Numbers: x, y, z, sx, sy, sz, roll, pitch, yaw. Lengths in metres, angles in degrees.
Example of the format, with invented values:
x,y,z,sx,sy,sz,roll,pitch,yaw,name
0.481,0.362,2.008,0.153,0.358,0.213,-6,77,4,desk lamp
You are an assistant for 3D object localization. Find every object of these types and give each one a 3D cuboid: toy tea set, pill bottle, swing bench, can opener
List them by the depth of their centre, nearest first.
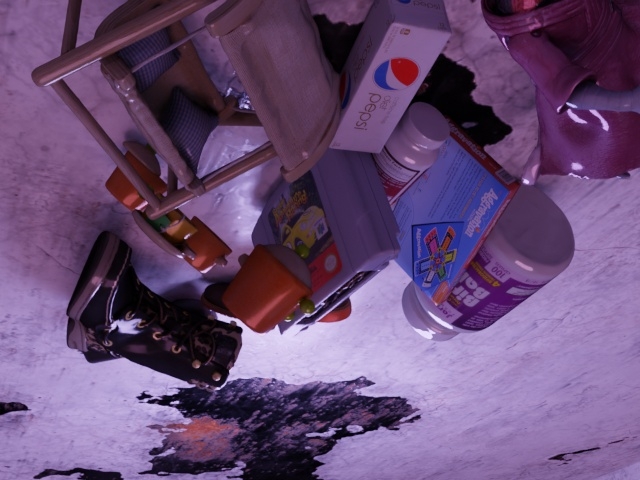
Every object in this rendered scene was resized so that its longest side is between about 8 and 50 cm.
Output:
x,y,z,sx,sy,sz,roll,pitch,yaw,name
-0.119,-0.176,0.803,0.254,0.165,0.253,-12,148,10,swing bench
-0.134,-0.014,0.992,0.336,0.200,0.124,43,87,-10,toy tea set
0.105,-0.115,1.017,0.086,0.086,0.152,12,145,-26,pill bottle
0.257,0.049,1.232,0.169,0.169,0.301,8,146,-22,pill bottle
-0.328,0.169,1.448,0.280,0.074,0.093,-16,113,14,can opener

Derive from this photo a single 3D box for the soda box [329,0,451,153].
x,y,z,sx,sy,sz,roll,pitch,yaw,name
0.072,-0.197,0.893,0.073,0.069,0.216,5,148,-18,soda box

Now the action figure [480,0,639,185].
x,y,z,sx,sy,sz,roll,pitch,yaw,name
0.267,-0.229,0.806,0.370,0.248,0.275,25,163,-39,action figure

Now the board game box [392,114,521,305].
x,y,z,sx,sy,sz,roll,pitch,yaw,name
0.177,-0.034,1.095,0.027,0.145,0.281,-28,155,-31,board game box

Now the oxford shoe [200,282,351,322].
x,y,z,sx,sy,sz,roll,pitch,yaw,name
-0.080,0.082,1.337,0.271,0.097,0.099,0,115,4,oxford shoe

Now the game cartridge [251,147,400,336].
x,y,z,sx,sy,sz,roll,pitch,yaw,name
-0.007,-0.005,1.071,0.060,0.196,0.294,0,152,-33,game cartridge

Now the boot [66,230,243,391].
x,y,z,sx,sy,sz,roll,pitch,yaw,name
-0.266,0.133,1.246,0.284,0.138,0.377,22,147,-10,boot
